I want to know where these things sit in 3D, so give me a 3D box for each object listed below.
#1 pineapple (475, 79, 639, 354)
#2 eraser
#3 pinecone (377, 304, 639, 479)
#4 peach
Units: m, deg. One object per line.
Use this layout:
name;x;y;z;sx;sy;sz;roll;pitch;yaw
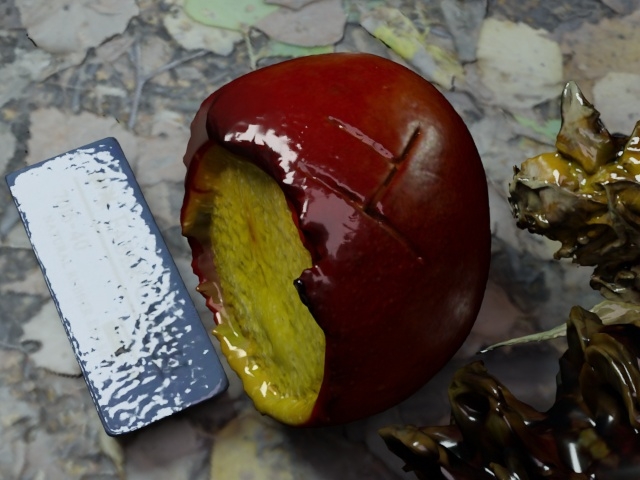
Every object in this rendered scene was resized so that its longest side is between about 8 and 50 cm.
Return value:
pineapple;0.269;-0.003;0.645;0.334;0.161;0.158;9;73;-27
eraser;-0.137;0.023;0.705;0.082;0.036;0.225;-21;64;-14
pinecone;0.122;0.158;0.517;0.257;0.243;0.243;-6;58;-31
peach;0.000;0.000;0.643;0.190;0.196;0.226;-2;53;32
